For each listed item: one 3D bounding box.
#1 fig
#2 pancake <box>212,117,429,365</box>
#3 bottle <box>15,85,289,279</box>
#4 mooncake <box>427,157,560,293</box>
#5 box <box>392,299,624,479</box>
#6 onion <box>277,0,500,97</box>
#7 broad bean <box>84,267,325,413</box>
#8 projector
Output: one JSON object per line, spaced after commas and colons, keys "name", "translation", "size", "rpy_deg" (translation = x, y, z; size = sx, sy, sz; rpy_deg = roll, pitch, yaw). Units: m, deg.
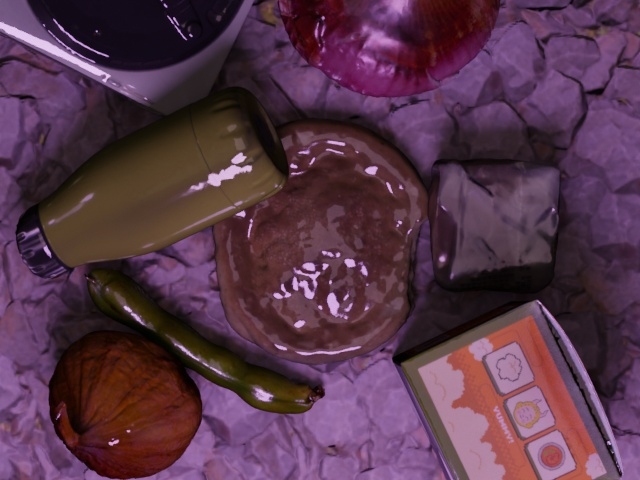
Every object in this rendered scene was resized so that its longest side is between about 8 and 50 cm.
{"name": "fig", "translation": [-0.192, 0.167, 1.692], "size": [0.146, 0.201, 0.133], "rpy_deg": [21, 108, 4]}
{"name": "pancake", "translation": [0.000, 0.000, 1.785], "size": [0.222, 0.042, 0.236], "rpy_deg": [30, 87, 1]}
{"name": "bottle", "translation": [-0.164, -0.045, 1.744], "size": [0.260, 0.112, 0.112], "rpy_deg": [-25, 88, 13]}
{"name": "mooncake", "translation": [0.163, -0.013, 1.771], "size": [0.125, 0.073, 0.130], "rpy_deg": [3, 86, 3]}
{"name": "box", "translation": [0.169, 0.157, 1.704], "size": [0.148, 0.195, 0.177], "rpy_deg": [-26, 87, -2]}
{"name": "onion", "translation": [0.070, -0.247, 1.735], "size": [0.230, 0.163, 0.230], "rpy_deg": [-1, 95, -12]}
{"name": "broad bean", "translation": [-0.116, 0.101, 1.776], "size": [0.256, 0.052, 0.052], "rpy_deg": [29, 77, -1]}
{"name": "projector", "translation": [-0.177, -0.275, 1.736], "size": [0.257, 0.079, 0.259], "rpy_deg": [26, 87, -24]}
